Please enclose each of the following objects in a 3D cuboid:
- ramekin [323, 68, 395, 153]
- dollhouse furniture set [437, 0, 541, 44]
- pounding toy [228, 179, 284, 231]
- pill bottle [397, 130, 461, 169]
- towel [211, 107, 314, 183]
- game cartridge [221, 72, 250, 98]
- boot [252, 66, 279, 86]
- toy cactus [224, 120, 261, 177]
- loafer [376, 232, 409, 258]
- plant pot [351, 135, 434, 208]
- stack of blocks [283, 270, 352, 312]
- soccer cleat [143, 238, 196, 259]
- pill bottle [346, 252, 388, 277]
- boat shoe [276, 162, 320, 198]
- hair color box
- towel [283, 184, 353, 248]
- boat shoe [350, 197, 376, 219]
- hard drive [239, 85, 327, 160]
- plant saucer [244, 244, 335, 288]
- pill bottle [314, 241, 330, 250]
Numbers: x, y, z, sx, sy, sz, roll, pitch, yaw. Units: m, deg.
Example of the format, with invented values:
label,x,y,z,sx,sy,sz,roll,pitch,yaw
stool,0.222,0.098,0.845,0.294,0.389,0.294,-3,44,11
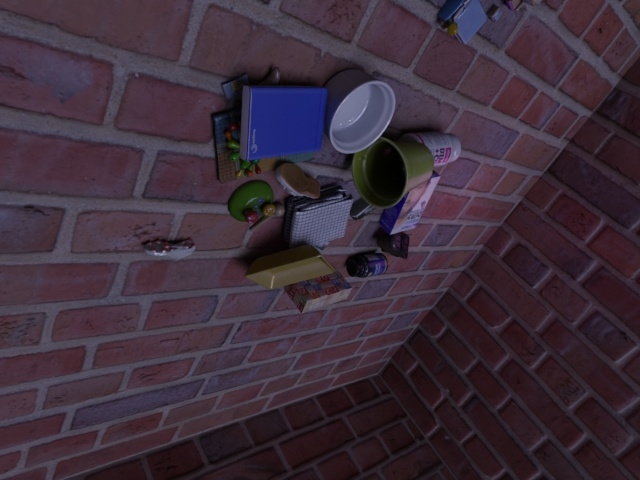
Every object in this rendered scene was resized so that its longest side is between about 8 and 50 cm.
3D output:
label,x,y,z,sx,sy,sz,roll,pitch,yaw
ramekin,0.114,-0.458,1.596,0.277,0.135,0.277,-26,145,-19
dollhouse furniture set,0.617,-0.798,1.626,0.303,0.198,0.286,-50,146,17
pounding toy,-0.227,-0.107,1.705,0.183,0.110,0.237,-39,147,0
pill bottle,0.477,-0.398,2.004,0.283,0.160,0.160,-14,139,-35
towel,-0.179,-0.346,1.533,0.370,0.040,0.272,-20,142,-24
game cartridge,-0.249,-0.456,1.349,0.083,0.017,0.056,-31,150,-13
boot,-0.174,-0.466,1.380,0.087,0.042,0.118,-23,151,-35
toy cactus,-0.209,-0.300,1.452,0.180,0.112,0.219,-33,137,-25
loafer,0.398,0.015,2.490,0.366,0.130,0.134,30,66,-63
plant pot,0.308,-0.288,1.810,0.253,0.276,0.276,-20,143,-40
stack of blocks,-0.011,0.239,2.280,0.297,0.171,0.087,-11,138,-38
soccer cleat,-0.535,0.039,1.619,0.196,0.068,0.076,-5,137,-46
pill bottle,0.250,0.137,2.457,0.219,0.123,0.123,-7,135,-38
boat shoe,-0.101,-0.213,1.708,0.277,0.096,0.098,25,68,-60
hair color box,0.437,-0.198,2.258,0.185,0.110,0.339,-14,138,-32
towel,-0.016,-0.103,1.917,0.283,0.121,0.235,-18,140,-27
boat shoe,0.235,-0.177,2.112,0.227,0.081,0.069,-33,150,3
hard drive,-0.108,-0.371,1.418,0.318,0.040,0.210,-19,125,-44
plant saucer,-0.126,0.110,1.971,0.332,0.081,0.333,-15,163,8
pill bottle,0.000,0.000,2.087,0.137,0.078,0.078,-46,147,11
